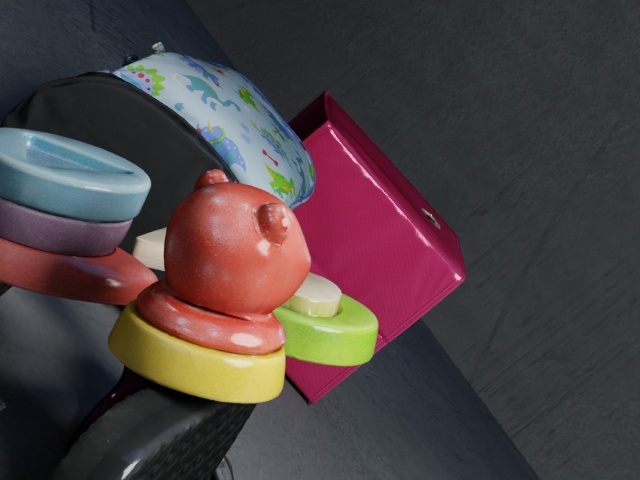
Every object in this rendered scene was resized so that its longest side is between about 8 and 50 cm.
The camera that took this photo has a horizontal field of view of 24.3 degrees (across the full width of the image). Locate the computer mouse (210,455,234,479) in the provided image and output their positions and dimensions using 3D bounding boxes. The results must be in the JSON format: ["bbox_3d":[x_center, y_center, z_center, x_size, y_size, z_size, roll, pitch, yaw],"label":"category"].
[{"bbox_3d":[-0.036,0.257,1.349,0.193,0.042,0.106,35,12,-43],"label":"computer mouse"}]

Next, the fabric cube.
[{"bbox_3d":[0.000,0.000,1.890,0.258,0.259,0.254,48,10,-10],"label":"fabric cube"}]

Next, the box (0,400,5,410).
[{"bbox_3d":[-0.278,0.057,0.815,0.180,0.077,0.147,51,8,2],"label":"box"}]

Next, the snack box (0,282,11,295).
[{"bbox_3d":[-0.302,-0.015,1.137,0.141,0.037,0.100,52,10,11],"label":"snack box"}]

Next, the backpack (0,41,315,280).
[{"bbox_3d":[-0.145,-0.065,1.582,0.290,0.273,0.355,45,-4,6],"label":"backpack"}]

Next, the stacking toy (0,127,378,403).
[{"bbox_3d":[-0.093,-0.010,1.094,0.309,0.130,0.279,25,15,31],"label":"stacking toy"}]

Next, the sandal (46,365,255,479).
[{"bbox_3d":[-0.126,0.127,1.067,0.107,0.167,0.446,34,6,8],"label":"sandal"}]
